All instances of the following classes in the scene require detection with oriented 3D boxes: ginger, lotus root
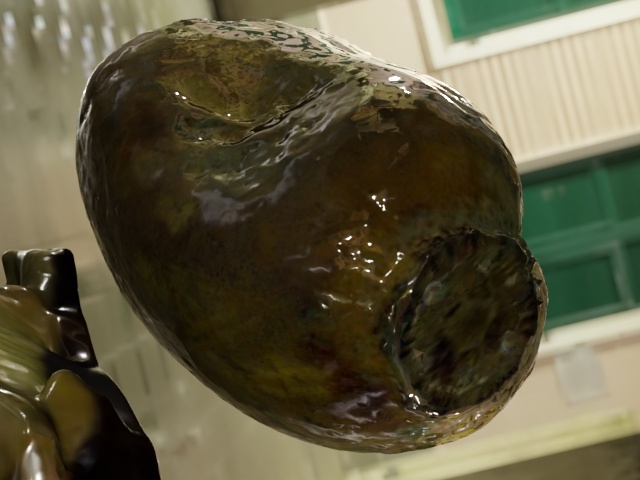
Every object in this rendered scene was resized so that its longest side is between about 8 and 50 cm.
[{"bbox_3d":[-0.217,0.173,0.968,0.358,0.211,0.413,-116,-151,-54],"label":"ginger"},{"bbox_3d":[0.000,0.000,1.108,0.346,0.250,0.250,34,-34,56],"label":"lotus root"}]
